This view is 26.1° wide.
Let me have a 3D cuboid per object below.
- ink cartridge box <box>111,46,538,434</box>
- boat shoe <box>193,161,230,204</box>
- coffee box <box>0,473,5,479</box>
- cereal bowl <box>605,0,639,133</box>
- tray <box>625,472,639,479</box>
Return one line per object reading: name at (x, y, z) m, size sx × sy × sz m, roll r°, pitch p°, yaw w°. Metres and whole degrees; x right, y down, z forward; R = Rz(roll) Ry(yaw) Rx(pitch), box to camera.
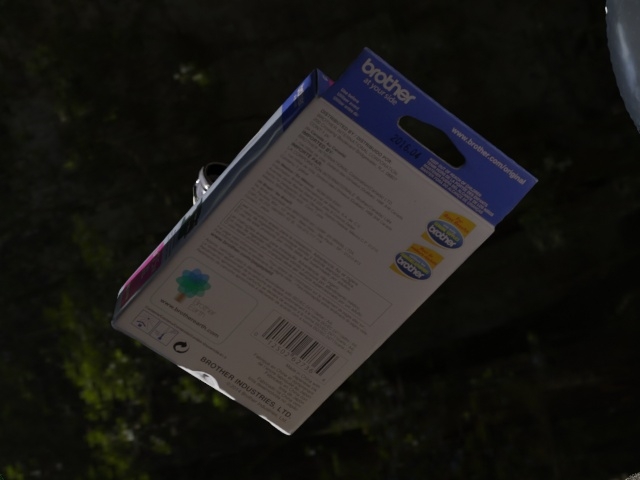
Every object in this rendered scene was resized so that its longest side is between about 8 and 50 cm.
ink cartridge box at (0.000, 0.000, 1.096) m, size 0.186 × 0.311 × 0.065 m, roll 35°, pitch -155°, yaw -20°
boat shoe at (-0.051, -0.025, 1.542) m, size 0.075 × 0.206 × 0.065 m, roll -55°, pitch -14°, yaw -32°
coffee box at (-0.362, 0.180, 1.199) m, size 0.184 × 0.113 × 0.040 m, roll 59°, pitch -178°, yaw 0°
cereal bowl at (0.334, -0.169, 0.916) m, size 0.141 × 0.339 × 0.339 m, roll 2°, pitch -104°, yaw -52°
tray at (0.285, 0.127, 0.755) m, size 0.145 × 0.270 × 0.030 m, roll -148°, pitch 45°, yaw -74°
